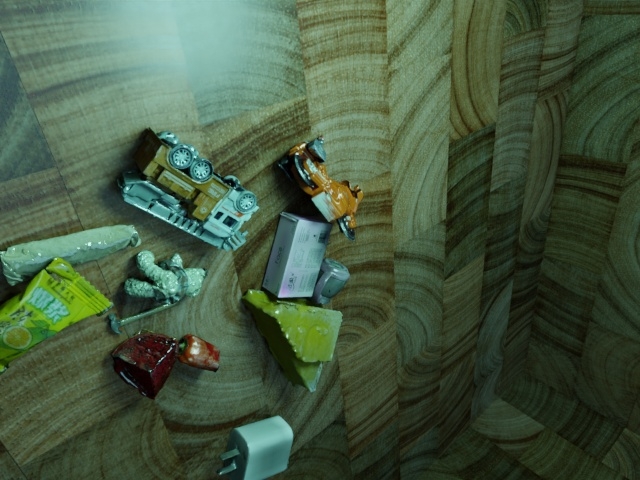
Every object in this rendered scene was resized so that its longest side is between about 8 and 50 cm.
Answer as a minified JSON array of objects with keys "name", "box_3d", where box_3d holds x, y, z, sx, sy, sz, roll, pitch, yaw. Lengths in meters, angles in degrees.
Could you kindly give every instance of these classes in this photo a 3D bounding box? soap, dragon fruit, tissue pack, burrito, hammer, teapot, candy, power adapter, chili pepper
[{"name":"soap","box_3d":[-0.121,0.332,1.425,0.338,0.169,0.305,19,86,-45]},{"name":"dragon fruit","box_3d":[-0.452,0.322,1.184,0.127,0.120,0.161,-48,156,-47]},{"name":"tissue pack","box_3d":[-0.073,0.045,1.385,0.148,0.092,0.247,6,105,-45]},{"name":"burrito","box_3d":[-0.535,0.020,0.982,0.275,0.059,0.082,-20,133,-33]},{"name":"hammer","box_3d":[-0.451,0.192,1.166,0.182,0.017,0.062,-17,120,-37]},{"name":"teapot","box_3d":[0.025,0.148,1.494,0.116,0.148,0.146,22,105,-16]},{"name":"candy","box_3d":[-0.620,0.173,0.947,0.297,0.081,0.187,-36,138,-13]},{"name":"power adapter","box_3d":[-0.236,0.725,1.534,0.255,0.124,0.187,1,107,-42]},{"name":"chili pepper","box_3d":[-0.359,0.307,1.255,0.192,0.086,0.084,33,59,-34]}]

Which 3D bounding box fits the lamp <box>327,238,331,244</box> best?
[{"name":"lamp","box_3d":[0.000,0.000,1.476,0.063,0.031,0.083,-53,137,-19]}]

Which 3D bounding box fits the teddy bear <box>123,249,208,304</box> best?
[{"name":"teddy bear","box_3d":[-0.368,0.102,1.133,0.213,0.111,0.133,13,104,-43]}]

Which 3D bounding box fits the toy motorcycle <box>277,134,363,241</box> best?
[{"name":"toy motorcycle","box_3d":[0.017,-0.158,1.322,0.147,0.221,0.326,-27,119,20]}]

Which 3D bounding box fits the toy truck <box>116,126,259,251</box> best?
[{"name":"toy truck","box_3d":[-0.299,-0.105,1.090,0.184,0.133,0.338,-51,132,3]}]
